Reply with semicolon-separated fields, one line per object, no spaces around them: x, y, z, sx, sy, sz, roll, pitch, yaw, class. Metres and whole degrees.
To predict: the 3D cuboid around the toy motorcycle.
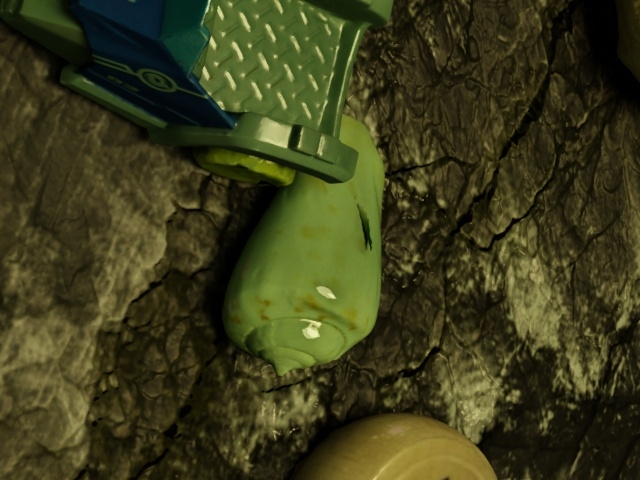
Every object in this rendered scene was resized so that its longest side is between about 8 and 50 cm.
-0.092;-0.168;0.956;0.326;0.200;0.191;17;83;-42;toy motorcycle

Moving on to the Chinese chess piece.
0.073;0.302;1.193;0.257;0.104;0.257;-4;97;-39;Chinese chess piece

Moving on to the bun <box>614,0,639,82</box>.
0.479;-0.288;1.424;0.364;0.202;0.364;2;87;-36;bun

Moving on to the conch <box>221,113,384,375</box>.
0.002;0.015;1.117;0.143;0.137;0.250;32;50;-10;conch
